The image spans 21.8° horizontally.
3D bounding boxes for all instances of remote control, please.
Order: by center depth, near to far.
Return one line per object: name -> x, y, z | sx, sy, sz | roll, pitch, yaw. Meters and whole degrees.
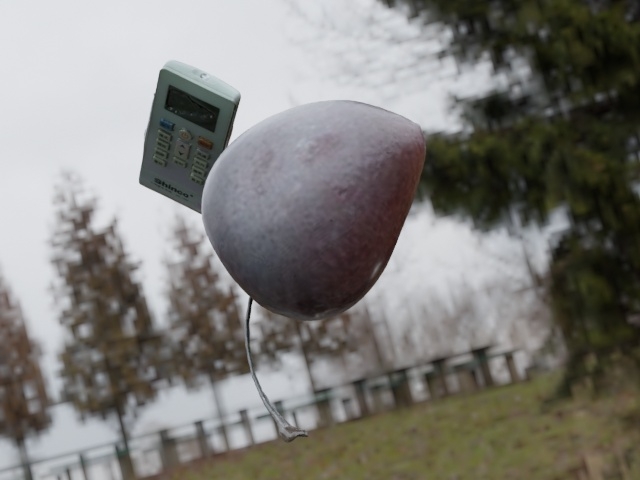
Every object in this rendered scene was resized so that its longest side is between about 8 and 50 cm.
remote control -> -0.100, -0.076, 1.247 | 0.065, 0.029, 0.166 | 27, -33, 4

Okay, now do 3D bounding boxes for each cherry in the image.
cherry -> 0.007, -0.003, 0.964 | 0.148, 0.188, 0.115 | -22, -50, -7
